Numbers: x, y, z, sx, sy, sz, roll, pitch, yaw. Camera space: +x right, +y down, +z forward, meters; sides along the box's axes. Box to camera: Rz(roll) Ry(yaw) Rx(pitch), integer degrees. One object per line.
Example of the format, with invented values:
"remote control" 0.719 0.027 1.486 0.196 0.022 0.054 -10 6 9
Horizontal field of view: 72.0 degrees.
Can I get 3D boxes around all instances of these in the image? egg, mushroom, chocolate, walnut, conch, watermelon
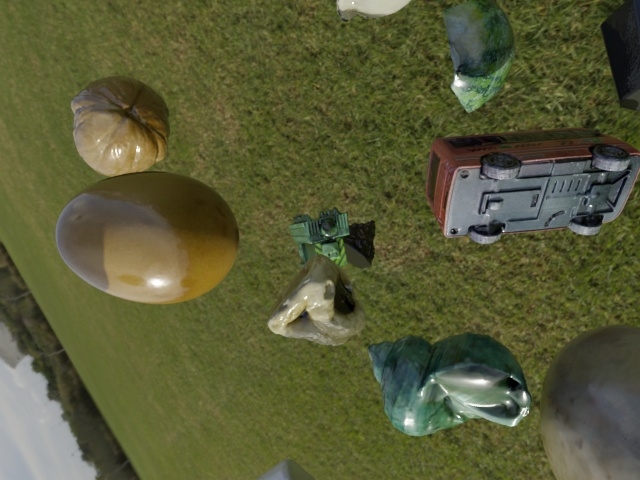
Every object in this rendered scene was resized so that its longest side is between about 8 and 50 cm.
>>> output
"egg" -0.316 -0.006 0.830 0.250 0.323 0.250 -177 90 -73
"mushroom" 0.431 0.241 0.529 0.297 0.290 0.297 -15 -90 -86
"chocolate" 0.146 -0.017 1.778 0.206 0.177 0.224 36 164 -3
"walnut" -0.564 -0.318 1.255 0.313 0.252 0.277 -13 83 60
"conch" 0.167 0.192 0.622 0.202 0.134 0.196 1 128 7
"watermelon" 0.443 -0.520 1.263 0.180 0.224 0.305 -141 31 -66

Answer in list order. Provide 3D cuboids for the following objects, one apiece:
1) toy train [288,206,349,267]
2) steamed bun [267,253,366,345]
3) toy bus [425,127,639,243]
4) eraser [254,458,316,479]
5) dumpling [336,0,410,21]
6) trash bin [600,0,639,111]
"toy train" 0.000 0.000 1.312 0.330 0.139 0.178 -175 73 -78
"steamed bun" 0.006 0.129 0.828 0.155 0.141 0.172 38 115 -6
"toy bus" 0.476 -0.141 1.029 0.233 0.427 0.203 -102 8 -53
"eraser" -0.032 0.581 0.830 0.331 0.150 0.331 52 -179 -2
"dumpling" 0.110 -0.506 0.810 0.247 0.172 0.142 -36 85 39
"trash bin" 0.740 -0.406 0.973 0.115 0.165 0.225 127 149 -68
